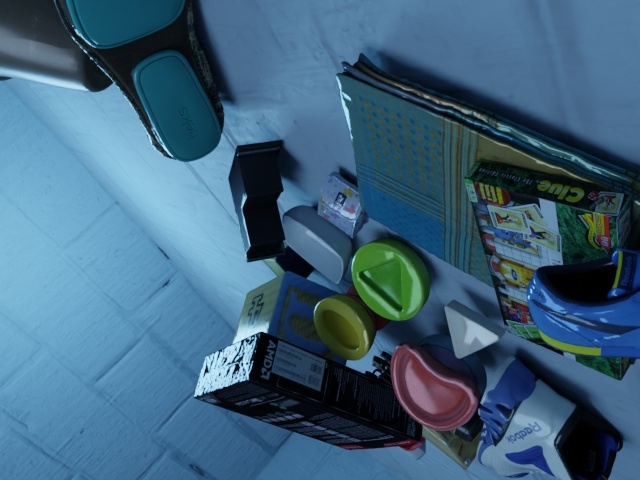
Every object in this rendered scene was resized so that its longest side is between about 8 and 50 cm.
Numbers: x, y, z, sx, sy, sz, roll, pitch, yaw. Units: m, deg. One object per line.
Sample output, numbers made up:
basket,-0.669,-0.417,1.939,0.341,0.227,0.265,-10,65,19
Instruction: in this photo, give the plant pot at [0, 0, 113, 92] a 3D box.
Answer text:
plant pot,-0.433,-0.348,0.869,0.229,0.263,0.263,24,159,2

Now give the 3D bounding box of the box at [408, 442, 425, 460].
box,0.210,0.492,1.522,0.186,0.038,0.145,43,-165,1

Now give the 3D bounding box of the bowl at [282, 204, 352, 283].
bowl,0.000,0.000,0.981,0.142,0.053,0.142,38,161,14

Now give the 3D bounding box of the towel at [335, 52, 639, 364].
towel,0.187,-0.026,0.581,0.370,0.040,0.271,31,159,26

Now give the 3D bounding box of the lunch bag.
lunch bag,0.035,-0.054,0.800,0.071,0.053,0.083,36,151,15

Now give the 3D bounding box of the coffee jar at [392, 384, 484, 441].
coffee jar,0.238,0.300,1.077,0.184,0.096,0.079,33,162,25

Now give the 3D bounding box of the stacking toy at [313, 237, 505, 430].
stacking toy,0.162,0.129,0.907,0.309,0.130,0.279,39,134,21

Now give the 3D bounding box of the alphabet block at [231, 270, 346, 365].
alphabet block,-0.062,0.203,1.190,0.192,0.193,0.197,27,151,-21

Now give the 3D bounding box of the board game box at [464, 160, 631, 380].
board game box,0.228,0.037,0.541,0.136,0.030,0.259,20,151,41

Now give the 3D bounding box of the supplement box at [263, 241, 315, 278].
supplement box,-0.072,0.051,1.227,0.083,0.056,0.083,50,159,-20

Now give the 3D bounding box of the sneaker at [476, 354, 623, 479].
sneaker,0.349,0.322,0.856,0.182,0.127,0.315,31,156,37

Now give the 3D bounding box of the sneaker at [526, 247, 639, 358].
sneaker,0.264,0.045,0.410,0.209,0.069,0.082,-2,137,25

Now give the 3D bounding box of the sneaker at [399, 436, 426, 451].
sneaker,0.207,0.451,1.410,0.087,0.128,0.221,47,160,-13

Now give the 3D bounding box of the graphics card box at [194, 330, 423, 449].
graphics card box,-0.020,0.295,1.033,0.371,0.094,0.233,26,147,-24

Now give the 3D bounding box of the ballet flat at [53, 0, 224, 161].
ballet flat,-0.244,-0.292,0.729,0.182,0.164,0.483,58,169,22

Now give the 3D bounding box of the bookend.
bookend,-0.093,-0.059,0.900,0.157,0.072,0.156,137,121,-71

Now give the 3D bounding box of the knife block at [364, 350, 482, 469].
knife block,0.225,0.383,1.294,0.275,0.088,0.242,51,160,-22
